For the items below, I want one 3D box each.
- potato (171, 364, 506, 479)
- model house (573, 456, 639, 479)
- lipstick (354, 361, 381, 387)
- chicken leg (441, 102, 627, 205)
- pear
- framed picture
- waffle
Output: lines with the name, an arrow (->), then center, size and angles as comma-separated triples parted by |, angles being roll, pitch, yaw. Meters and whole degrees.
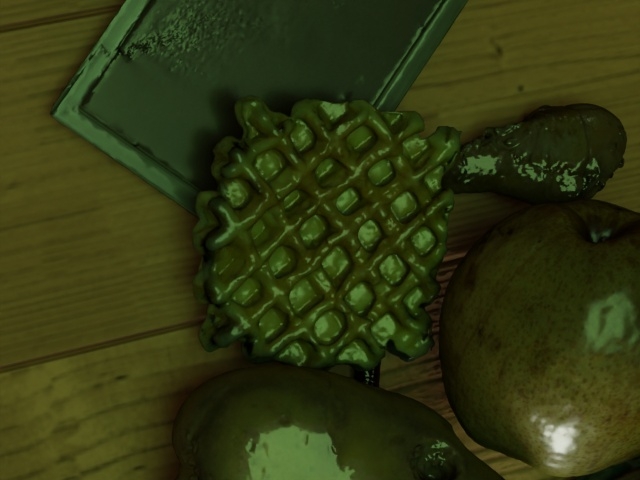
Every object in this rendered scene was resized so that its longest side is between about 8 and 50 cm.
potato -> 0.021, 0.205, 1.280 | 0.296, 0.141, 0.191 | 21, 92, -1
model house -> 0.321, 0.301, 1.365 | 0.237, 0.237, 0.202 | 10, 96, -20
lipstick -> 0.032, 0.164, 1.358 | 0.027, 0.027, 0.176 | 2, 96, -20
chicken leg -> 0.153, -0.062, 1.348 | 0.198, 0.069, 0.085 | -7, 99, -11
pear -> 0.206, 0.067, 1.304 | 0.229, 0.188, 0.211 | -12, 134, -26
framed picture -> -0.036, -0.154, 1.291 | 0.232, 0.019, 0.296 | 36, 85, -23
waffle -> -0.001, -0.001, 1.289 | 0.204, 0.054, 0.223 | 3, 102, -21
